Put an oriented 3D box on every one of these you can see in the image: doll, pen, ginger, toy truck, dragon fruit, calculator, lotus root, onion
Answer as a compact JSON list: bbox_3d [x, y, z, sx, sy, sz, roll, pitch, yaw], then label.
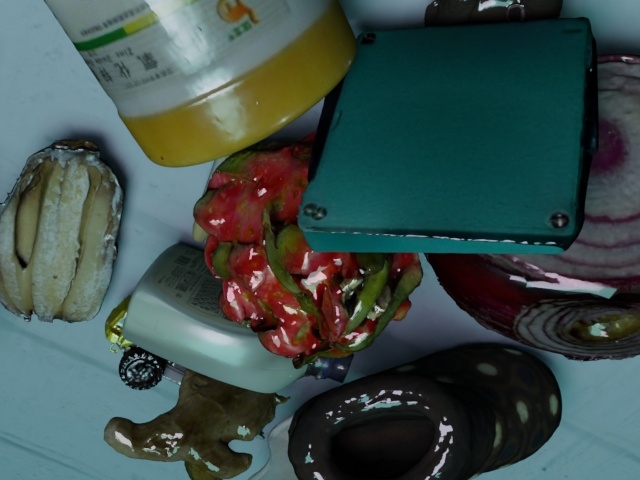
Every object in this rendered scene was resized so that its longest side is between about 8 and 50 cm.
[{"bbox_3d":[0.173,-0.234,0.755,0.139,0.057,0.165,2,137,8],"label":"doll"},{"bbox_3d":[-0.122,-0.079,0.949,0.032,0.040,0.233,13,131,-16],"label":"pen"},{"bbox_3d":[-0.113,0.212,1.035,0.166,0.333,0.080,50,146,5],"label":"ginger"},{"bbox_3d":[-0.185,0.183,1.118,0.286,0.136,0.111,32,99,-19],"label":"toy truck"},{"bbox_3d":[-0.010,0.006,0.834,0.237,0.303,0.231,-27,131,-7],"label":"dragon fruit"},{"bbox_3d":[0.119,-0.094,0.686,0.248,0.274,0.058,-1,144,19],"label":"calculator"},{"bbox_3d":[-0.354,-0.018,1.031,0.167,0.078,0.329,11,131,-22],"label":"lotus root"},{"bbox_3d":[0.272,-0.010,0.776,0.336,0.282,0.260,-13,145,10],"label":"onion"}]

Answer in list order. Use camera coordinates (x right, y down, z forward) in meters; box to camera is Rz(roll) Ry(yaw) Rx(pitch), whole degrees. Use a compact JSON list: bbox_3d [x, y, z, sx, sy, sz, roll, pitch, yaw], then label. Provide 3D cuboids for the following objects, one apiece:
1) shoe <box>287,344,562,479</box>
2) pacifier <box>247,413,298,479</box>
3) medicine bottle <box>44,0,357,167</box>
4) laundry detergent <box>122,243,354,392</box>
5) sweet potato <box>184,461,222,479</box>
[{"bbox_3d":[0.146,0.231,0.962,0.384,0.171,0.237,-10,172,-6],"label":"shoe"},{"bbox_3d":[0.016,0.369,1.170,0.220,0.273,0.332,33,129,12],"label":"pacifier"},{"bbox_3d":[-0.118,-0.224,0.704,0.238,0.238,0.232,-17,122,24],"label":"medicine bottle"},{"bbox_3d":[-0.091,0.105,0.984,0.280,0.215,0.105,18,110,0],"label":"laundry detergent"},{"bbox_3d":[-0.192,0.333,1.283,0.081,0.062,0.233,3,127,-10],"label":"sweet potato"}]
